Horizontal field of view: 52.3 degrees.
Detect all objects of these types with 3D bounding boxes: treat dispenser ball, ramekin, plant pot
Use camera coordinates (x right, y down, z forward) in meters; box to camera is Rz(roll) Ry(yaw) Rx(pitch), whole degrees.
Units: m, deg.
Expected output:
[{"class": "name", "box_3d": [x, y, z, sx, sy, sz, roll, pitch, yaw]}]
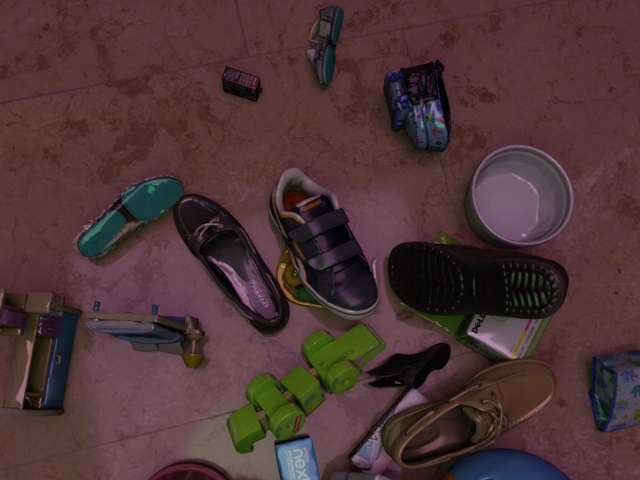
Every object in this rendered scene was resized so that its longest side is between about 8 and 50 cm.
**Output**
[{"class": "treat dispenser ball", "box_3d": [0.315, 0.499, 1.090, 0.288, 0.288, 0.288, 1, 77, -4]}, {"class": "ramekin", "box_3d": [0.392, -0.080, 1.323, 0.207, 0.109, 0.207, 1, 78, -4]}, {"class": "plant pot", "box_3d": [-0.236, 0.488, 1.108, 0.201, 0.180, 0.201, 1, 76, -4]}]

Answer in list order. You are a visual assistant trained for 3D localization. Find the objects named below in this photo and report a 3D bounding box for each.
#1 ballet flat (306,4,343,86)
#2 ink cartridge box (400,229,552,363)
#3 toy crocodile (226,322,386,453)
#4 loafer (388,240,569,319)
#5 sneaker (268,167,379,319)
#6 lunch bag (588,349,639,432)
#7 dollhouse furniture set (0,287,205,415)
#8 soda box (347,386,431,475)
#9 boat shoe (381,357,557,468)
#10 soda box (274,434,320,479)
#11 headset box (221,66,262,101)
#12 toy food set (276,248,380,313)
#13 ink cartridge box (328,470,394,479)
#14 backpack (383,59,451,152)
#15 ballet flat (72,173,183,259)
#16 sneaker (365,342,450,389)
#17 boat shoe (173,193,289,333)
[{"class": "ballet flat", "box_3d": [0.004, -0.417, 1.404, 0.070, 0.070, 0.188, 13, 75, -1]}, {"class": "ink cartridge box", "box_3d": [0.315, 0.109, 1.280, 0.255, 0.097, 0.189, 30, 77, 3]}, {"class": "toy crocodile", "box_3d": [-0.025, 0.274, 1.216, 0.340, 0.105, 0.115, -35, 46, -16]}, {"class": "loafer", "box_3d": [0.288, 0.076, 1.207, 0.130, 0.366, 0.134, -6, 102, -47]}, {"class": "sneaker", "box_3d": [0.000, 0.000, 1.218, 0.126, 0.127, 0.321, -26, 62, -24]}, {"class": "lunch bag", "box_3d": [0.599, 0.295, 1.261, 0.128, 0.096, 0.151, -8, 107, -6]}, {"class": "dollhouse furniture set", "box_3d": [-0.379, 0.205, 1.108, 0.303, 0.286, 0.198, 2, 77, 8]}, {"class": "soda box", "box_3d": [0.135, 0.362, 1.227, 0.063, 0.058, 0.183, 42, 77, 6]}, {"class": "boat shoe", "box_3d": [0.278, 0.316, 1.152, 0.341, 0.110, 0.122, -24, 94, -6]}, {"class": "soda box", "box_3d": [-0.030, 0.470, 1.185, 0.071, 0.067, 0.210, -11, 77, -7]}, {"class": "headset box", "box_3d": [-0.161, -0.325, 1.362, 0.083, 0.062, 0.032, 17, 77, 1]}, {"class": "toy food set", "box_3d": [0.021, 0.069, 1.280, 0.217, 0.071, 0.128, 8, 77, -3]}, {"class": "ink cartridge box", "box_3d": [0.089, 0.470, 1.093, 0.128, 0.176, 0.127, 26, 66, -15]}, {"class": "backpack", "box_3d": [0.203, -0.261, 1.334, 0.116, 0.158, 0.173, -12, 90, 1]}, {"class": "ballet flat", "box_3d": [-0.380, -0.056, 1.275, 0.241, 0.077, 0.091, -35, 114, -10]}, {"class": "sneaker", "box_3d": [0.173, 0.237, 1.256, 0.170, 0.089, 0.051, -29, 118, -42]}, {"class": "boat shoe", "box_3d": [-0.171, 0.033, 1.261, 0.112, 0.095, 0.335, -36, 82, -11]}]
